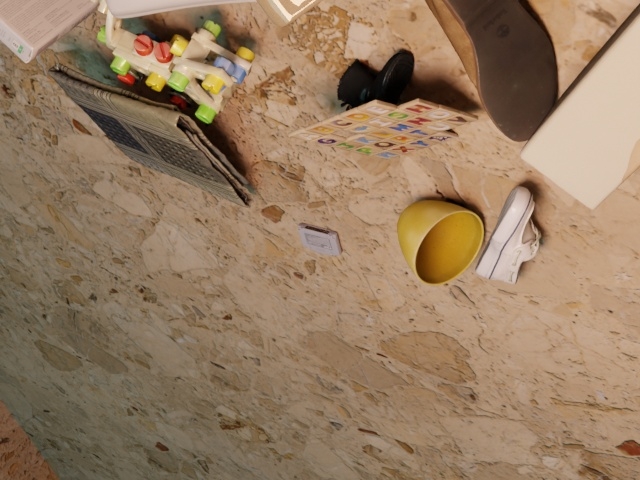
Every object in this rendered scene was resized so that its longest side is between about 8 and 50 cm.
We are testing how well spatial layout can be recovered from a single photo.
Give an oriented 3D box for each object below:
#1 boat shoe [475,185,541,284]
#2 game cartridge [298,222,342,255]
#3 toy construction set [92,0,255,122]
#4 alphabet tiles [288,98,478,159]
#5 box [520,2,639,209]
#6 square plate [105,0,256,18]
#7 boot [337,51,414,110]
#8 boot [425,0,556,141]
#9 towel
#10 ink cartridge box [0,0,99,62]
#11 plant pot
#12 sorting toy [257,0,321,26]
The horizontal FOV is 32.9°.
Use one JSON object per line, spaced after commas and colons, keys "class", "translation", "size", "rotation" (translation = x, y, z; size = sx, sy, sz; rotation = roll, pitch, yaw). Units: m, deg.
{"class": "boat shoe", "translation": [0.297, -0.005, 1.628], "size": [0.075, 0.083, 0.226], "rotation": [22, 155, 6]}
{"class": "game cartridge", "translation": [0.000, 0.000, 1.960], "size": [0.083, 0.017, 0.056], "rotation": [15, 136, 32]}
{"class": "toy construction set", "translation": [-0.253, -0.310, 1.727], "size": [0.327, 0.151, 0.215], "rotation": [41, 171, 13]}
{"class": "alphabet tiles", "translation": [0.102, -0.161, 1.568], "size": [0.198, 0.009, 0.237], "rotation": [10, 165, -38]}
{"class": "box", "translation": [0.377, -0.186, 1.272], "size": [0.121, 0.148, 0.311], "rotation": [37, 148, 3]}
{"class": "square plate", "translation": [-0.217, -0.479, 1.491], "size": [0.347, 0.049, 0.344], "rotation": [1, 119, 31]}
{"class": "boot", "translation": [0.077, -0.235, 1.584], "size": [0.099, 0.045, 0.121], "rotation": [42, 120, 40]}
{"class": "boot", "translation": [0.214, -0.265, 1.408], "size": [0.305, 0.112, 0.115], "rotation": [58, 173, -31]}
{"class": "towel", "translation": [-0.285, -0.187, 1.901], "size": [0.324, 0.056, 0.312], "rotation": [24, 165, 30]}
{"class": "ink cartridge box", "translation": [-0.509, -0.428, 1.811], "size": [0.224, 0.181, 0.056], "rotation": [43, 143, -4]}
{"class": "plant pot", "translation": [0.174, -0.010, 1.699], "size": [0.095, 0.134, 0.134], "rotation": [43, 156, 44]}
{"class": "sorting toy", "translation": [-0.057, -0.453, 1.382], "size": [0.229, 0.041, 0.307], "rotation": [-32, 109, 19]}
